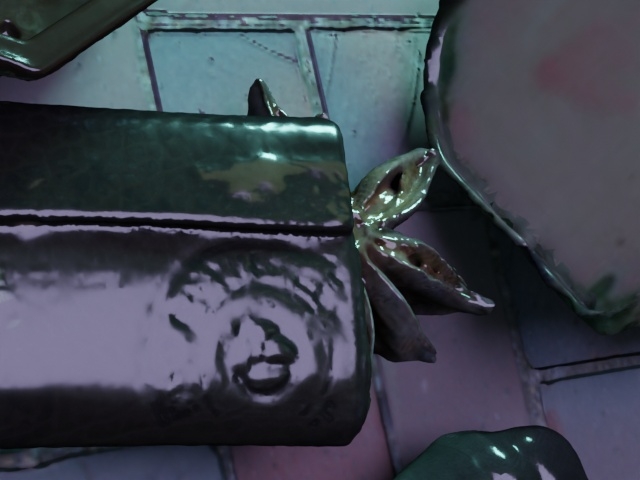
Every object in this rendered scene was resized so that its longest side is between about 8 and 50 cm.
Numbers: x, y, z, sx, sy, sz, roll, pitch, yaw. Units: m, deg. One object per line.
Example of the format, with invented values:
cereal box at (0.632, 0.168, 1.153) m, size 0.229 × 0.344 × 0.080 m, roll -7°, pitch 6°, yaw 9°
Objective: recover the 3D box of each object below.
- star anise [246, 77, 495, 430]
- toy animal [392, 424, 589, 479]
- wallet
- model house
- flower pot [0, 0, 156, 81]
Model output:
star anise at (0.000, 0.000, 1.019) m, size 0.195 × 0.065 × 0.182 m, roll -37°, pitch 94°, yaw -34°
toy animal at (0.057, 0.179, 0.992) m, size 0.270 × 0.082 × 0.137 m, roll -17°, pitch 83°, yaw -36°
wallet at (-0.127, 0.014, 0.891) m, size 0.321 × 0.044 × 0.170 m, roll 2°, pitch 76°, yaw -25°
model house at (0.212, -0.062, 1.139) m, size 0.237 × 0.202 × 0.237 m, roll 50°, pitch 15°, yaw 32°
flower pot at (-0.149, -0.167, 0.933) m, size 0.179 × 0.084 × 0.251 m, roll 48°, pitch 50°, yaw 2°
